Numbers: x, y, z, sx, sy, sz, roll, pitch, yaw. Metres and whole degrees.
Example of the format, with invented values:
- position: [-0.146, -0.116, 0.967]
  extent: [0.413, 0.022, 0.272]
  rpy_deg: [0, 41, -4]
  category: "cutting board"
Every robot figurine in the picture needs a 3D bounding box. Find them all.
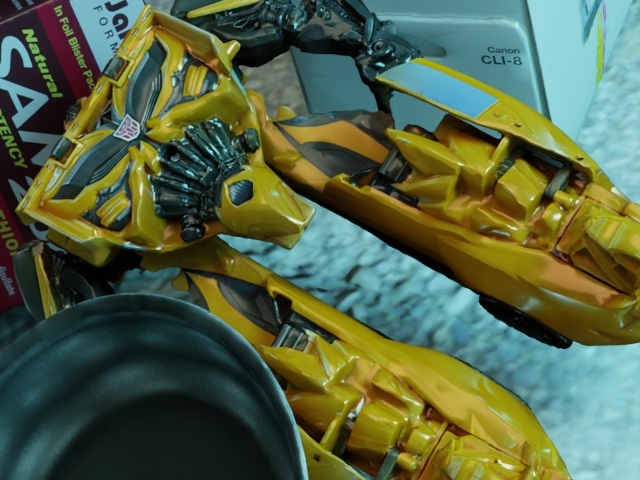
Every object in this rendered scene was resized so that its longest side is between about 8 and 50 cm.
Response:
- position: [0.000, 0.000, 0.758]
  extent: [0.291, 0.085, 0.211]
  rpy_deg: [28, 82, 26]
  category: "robot figurine"

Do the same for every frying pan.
- position: [-0.039, 0.149, 0.653]
  extent: [0.326, 0.053, 0.197]
  rpy_deg: [38, 97, 38]
  category: "frying pan"

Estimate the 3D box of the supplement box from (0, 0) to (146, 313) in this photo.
- position: [-0.178, -0.029, 0.870]
  extent: [0.239, 0.130, 0.073]
  rpy_deg: [-26, 22, -8]
  category: "supplement box"

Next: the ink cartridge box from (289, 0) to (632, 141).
- position: [0.072, -0.134, 0.904]
  extent: [0.128, 0.127, 0.176]
  rpy_deg: [6, 46, 25]
  category: "ink cartridge box"
